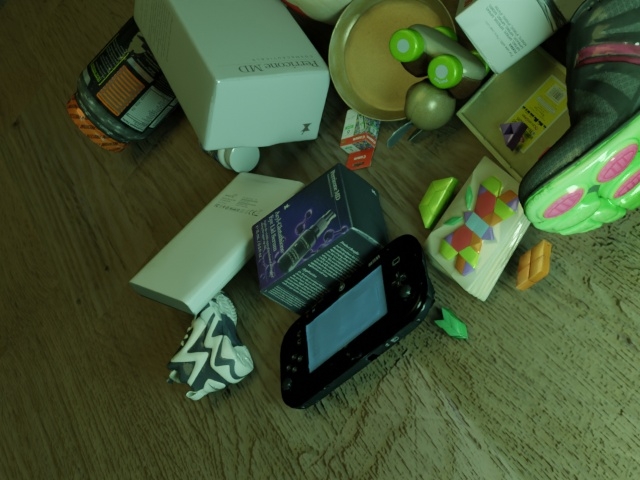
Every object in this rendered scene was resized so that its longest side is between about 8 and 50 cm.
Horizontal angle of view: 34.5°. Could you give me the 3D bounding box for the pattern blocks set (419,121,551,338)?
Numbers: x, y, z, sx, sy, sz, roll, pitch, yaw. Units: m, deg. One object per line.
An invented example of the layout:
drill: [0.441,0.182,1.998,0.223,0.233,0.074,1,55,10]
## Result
pattern blocks set: [0.233,-0.021,1.494,0.285,0.026,0.325,26,92,54]

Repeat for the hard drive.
hard drive: [-0.182,-0.003,1.858,0.307,0.040,0.203,-47,34,-22]

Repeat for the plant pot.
plant pot: [0.126,-0.321,1.772,0.236,0.032,0.237,0,89,25]

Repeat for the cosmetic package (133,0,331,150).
cosmetic package: [-0.181,-0.377,1.963,0.453,0.230,0.162,59,147,38]

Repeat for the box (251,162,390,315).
box: [0.000,0.000,1.698,0.207,0.108,0.153,-36,42,24]

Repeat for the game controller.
game controller: [0.047,0.125,1.573,0.319,0.067,0.167,-41,42,29]

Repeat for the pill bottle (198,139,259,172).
pill bottle: [-0.179,-0.185,2.035,0.078,0.078,0.137,-56,38,1]

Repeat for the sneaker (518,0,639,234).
sneaker: [0.400,-0.211,1.350,0.202,0.185,0.483,30,77,33]

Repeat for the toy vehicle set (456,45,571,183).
toy vehicle set: [0.326,-0.177,1.536,0.166,0.035,0.267,-46,40,13]

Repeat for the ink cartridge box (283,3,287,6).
ink cartridge box: [-0.120,-0.520,2.216,0.104,0.061,0.181,15,76,49]

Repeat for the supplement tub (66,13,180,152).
supplement tub: [-0.391,-0.366,2.279,0.338,0.207,0.207,-42,41,16]

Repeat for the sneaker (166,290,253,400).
sneaker: [-0.218,0.180,1.811,0.153,0.094,0.235,-36,52,11]

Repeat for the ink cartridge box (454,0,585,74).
ink cartridge box: [0.342,-0.394,1.548,0.272,0.114,0.197,-37,13,23]

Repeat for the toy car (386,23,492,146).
toy car: [0.166,-0.237,1.663,0.149,0.155,0.188,38,119,19]

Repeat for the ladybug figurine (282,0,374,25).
ladybug figurine: [0.017,-0.551,1.971,0.305,0.162,0.449,-24,50,-6]

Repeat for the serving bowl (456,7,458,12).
serving bowl: [0.273,-0.394,1.747,0.083,0.027,0.083,-27,47,32]

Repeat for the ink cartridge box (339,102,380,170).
ink cartridge box: [0.068,-0.181,1.813,0.062,0.029,0.115,-10,57,42]
